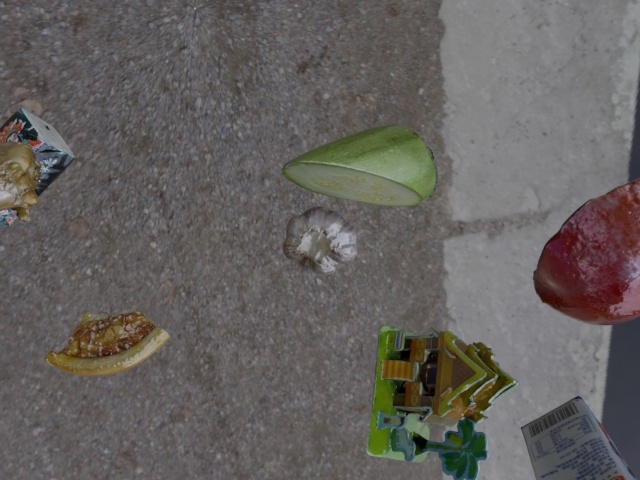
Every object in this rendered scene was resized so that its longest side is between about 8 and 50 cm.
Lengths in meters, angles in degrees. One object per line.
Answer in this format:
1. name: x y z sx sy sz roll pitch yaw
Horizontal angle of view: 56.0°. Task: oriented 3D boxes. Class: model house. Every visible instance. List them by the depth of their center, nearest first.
1. model house: 0.300 0.392 1.470 0.242 0.312 0.358 23 68 -33

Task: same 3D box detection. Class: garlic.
1. garlic: 0.000 0.000 1.274 0.159 0.102 0.148 -4 103 13

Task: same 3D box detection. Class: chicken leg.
1. chicken leg: -0.444 -0.046 0.782 0.101 0.208 0.085 31 143 5

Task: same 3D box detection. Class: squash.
1. squash: 0.072 -0.106 1.139 0.260 0.189 0.190 -29 118 -33

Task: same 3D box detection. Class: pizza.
1. pizza: -0.428 0.205 1.211 0.270 0.056 0.135 -4 69 14

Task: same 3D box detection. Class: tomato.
1. tomato: 0.545 0.057 1.075 0.308 0.170 0.309 -9 128 -11

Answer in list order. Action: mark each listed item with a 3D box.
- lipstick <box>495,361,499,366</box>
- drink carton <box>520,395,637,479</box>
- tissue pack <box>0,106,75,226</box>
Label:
1. lipstick: 0.443 0.373 1.657 0.027 0.027 0.177 7 145 -14
2. drink carton: 0.340 0.319 0.736 0.106 0.315 0.131 -35 88 13
3. tissue pack: -0.502 -0.117 0.986 0.170 0.103 0.090 -46 154 5
